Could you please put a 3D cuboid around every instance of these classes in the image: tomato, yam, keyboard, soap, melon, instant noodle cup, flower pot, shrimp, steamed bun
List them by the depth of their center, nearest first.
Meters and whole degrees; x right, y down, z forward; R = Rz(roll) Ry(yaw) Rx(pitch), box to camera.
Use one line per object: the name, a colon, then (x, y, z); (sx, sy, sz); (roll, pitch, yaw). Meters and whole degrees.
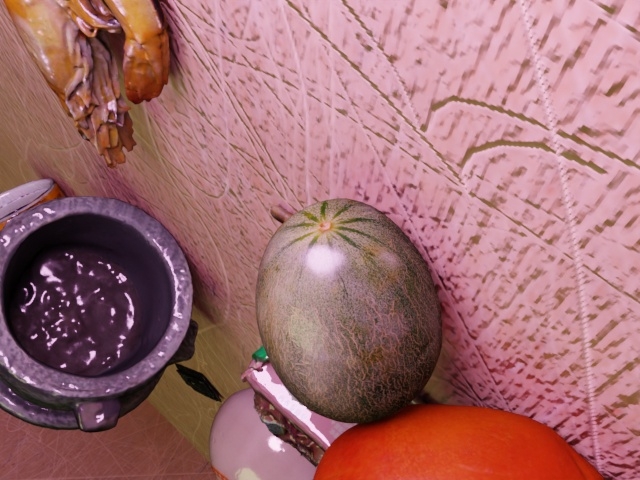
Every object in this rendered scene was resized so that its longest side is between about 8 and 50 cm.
melon: (0.020, 0.050, 0.471); (0.114, 0.114, 0.167); (26, 144, 42)
tomato: (0.093, 0.234, 0.482); (0.260, 0.259, 0.180); (42, -168, 11)
shrimp: (-0.165, -0.147, 0.540); (0.150, 0.068, 0.248); (33, 150, 18)
yam: (0.000, 0.000, 0.553); (0.107, 0.014, 0.014); (32, 154, 32)
soap: (0.057, 0.204, 0.692); (0.273, 0.098, 0.217); (38, 157, 21)
flower pot: (-0.293, 0.104, 0.950); (0.299, 0.299, 0.283); (49, 150, -5)
steamed bun: (-0.077, 0.336, 1.107); (0.232, 0.145, 0.231); (39, 157, 20)
instant noodle cup: (-0.460, 0.013, 1.189); (0.216, 0.216, 0.172); (15, 133, 53)
keyboard: (-0.259, 0.296, 1.551); (0.074, 0.015, 0.196); (53, 157, -16)
